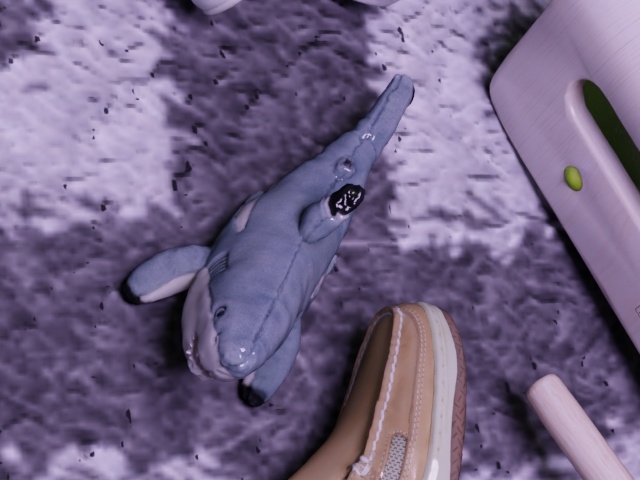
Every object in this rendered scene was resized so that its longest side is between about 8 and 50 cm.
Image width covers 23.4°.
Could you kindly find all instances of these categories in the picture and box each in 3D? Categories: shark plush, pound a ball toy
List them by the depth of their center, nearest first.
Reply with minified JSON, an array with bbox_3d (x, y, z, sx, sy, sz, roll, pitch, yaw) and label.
[{"bbox_3d":[0.000,0.000,0.605,0.161,0.067,0.073,-40,94,-31],"label":"shark plush"},{"bbox_3d":[0.188,0.030,0.627,0.208,0.136,0.319,-20,73,-31],"label":"pound a ball toy"}]

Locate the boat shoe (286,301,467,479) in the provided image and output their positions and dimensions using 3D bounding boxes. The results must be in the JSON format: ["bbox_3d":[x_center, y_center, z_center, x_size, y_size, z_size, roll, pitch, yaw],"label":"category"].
[{"bbox_3d":[0.007,0.108,0.578,0.072,0.068,0.190,14,67,-10],"label":"boat shoe"}]

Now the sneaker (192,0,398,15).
[{"bbox_3d":[0.040,-0.190,0.683,0.305,0.114,0.152,-25,99,-27],"label":"sneaker"}]
